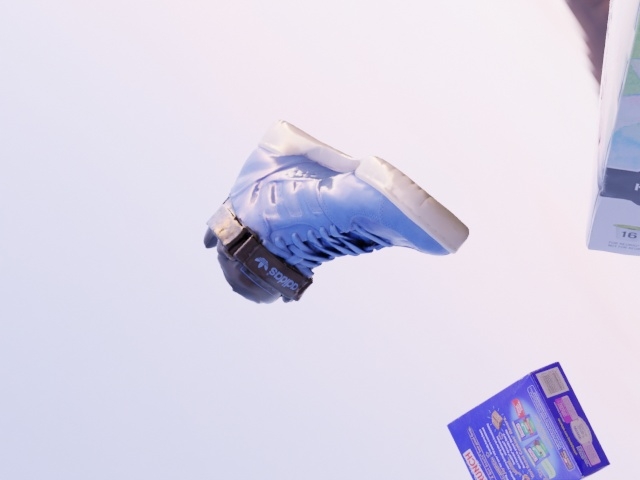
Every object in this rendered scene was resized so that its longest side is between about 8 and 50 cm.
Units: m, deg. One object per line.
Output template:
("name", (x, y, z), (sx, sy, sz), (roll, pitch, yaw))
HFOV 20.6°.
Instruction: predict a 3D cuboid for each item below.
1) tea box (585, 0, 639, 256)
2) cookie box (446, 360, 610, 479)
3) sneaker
("tea box", (0.274, -0.191, 0.928), (0.323, 0.220, 0.329), (81, -162, -66))
("cookie box", (0.160, 0.159, 1.371), (0.040, 0.107, 0.091), (-13, -108, -43))
("sneaker", (0.001, 0.000, 0.816), (0.058, 0.084, 0.152), (40, 172, -39))
